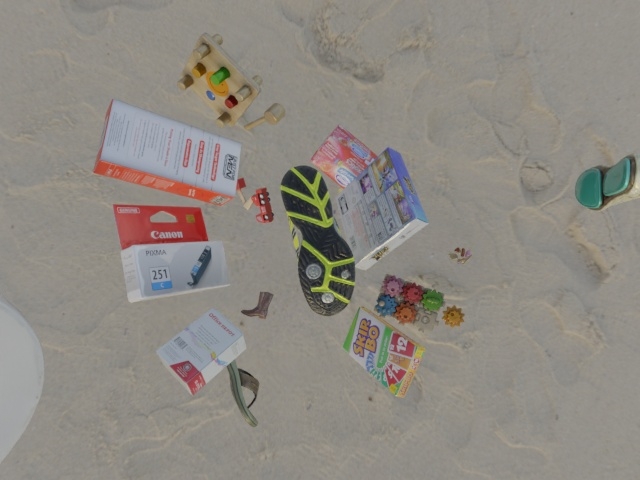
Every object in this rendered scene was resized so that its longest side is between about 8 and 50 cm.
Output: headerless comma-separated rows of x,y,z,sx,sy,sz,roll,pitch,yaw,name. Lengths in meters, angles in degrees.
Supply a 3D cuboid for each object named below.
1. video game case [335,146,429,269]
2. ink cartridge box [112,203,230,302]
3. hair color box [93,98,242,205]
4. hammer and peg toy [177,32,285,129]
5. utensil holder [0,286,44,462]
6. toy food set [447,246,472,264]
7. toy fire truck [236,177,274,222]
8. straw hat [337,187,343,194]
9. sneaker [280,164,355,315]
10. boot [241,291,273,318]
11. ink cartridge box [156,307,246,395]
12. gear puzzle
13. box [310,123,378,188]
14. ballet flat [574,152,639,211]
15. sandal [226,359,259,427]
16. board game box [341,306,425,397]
0.165,-0.090,1.282,0.061,0.269,0.244,17,136,-35,video game case
-0.400,0.019,1.230,0.066,0.296,0.260,-18,82,34,ink cartridge box
-0.161,-0.091,0.485,0.141,0.043,0.071,14,71,-32,hair color box
-0.318,-0.506,1.565,0.361,0.266,0.127,44,56,-14,hammer and peg toy
-0.486,0.063,0.381,0.386,0.328,0.327,30,90,25,utensil holder
0.597,0.064,1.884,0.019,0.122,0.078,41,98,-23,toy food set
-0.270,-0.160,1.794,0.135,0.047,0.191,-4,107,27,toy fire truck
0.117,-0.127,1.626,0.145,0.144,0.061,28,67,-5,straw hat
0.000,0.000,1.131,0.145,0.147,0.384,-10,97,0,sneaker
-0.247,0.243,1.743,0.107,0.037,0.114,13,104,-17,boot
-0.291,0.271,1.109,0.128,0.072,0.175,32,55,30,ink cartridge box
0.382,0.259,1.700,0.339,0.044,0.175,19,90,6,gear puzzle
0.110,-0.251,1.501,0.257,0.128,0.122,38,126,-9,box
0.337,-0.061,0.497,0.053,0.168,0.057,2,93,13,ballet flat
-0.237,0.433,1.383,0.086,0.120,0.302,-15,92,-19,sandal
0.141,0.262,1.105,0.039,0.259,0.124,21,94,-30,board game box
